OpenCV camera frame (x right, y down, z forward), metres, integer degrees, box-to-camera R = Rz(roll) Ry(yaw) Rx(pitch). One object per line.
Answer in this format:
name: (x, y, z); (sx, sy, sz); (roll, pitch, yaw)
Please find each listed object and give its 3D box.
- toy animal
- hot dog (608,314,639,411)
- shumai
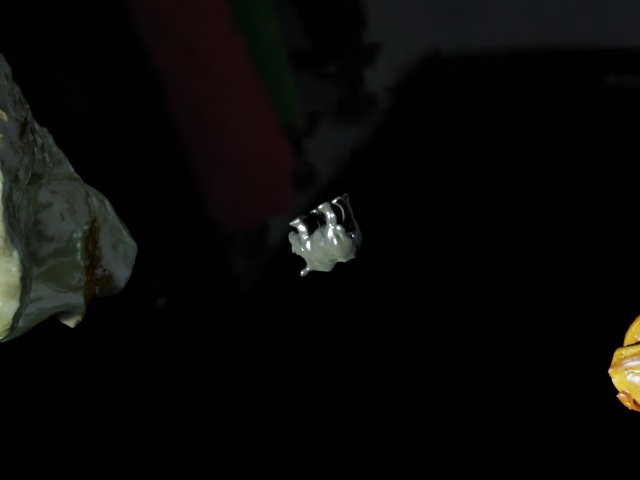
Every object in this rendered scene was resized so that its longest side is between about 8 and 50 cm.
toy animal: (0.000, 0.000, 1.933); (0.047, 0.136, 0.065); (-23, -91, -30)
hot dog: (0.470, 0.110, 1.971); (0.117, 0.349, 0.158); (65, -152, -16)
shumai: (-0.257, -0.054, 1.356); (0.203, 0.222, 0.272); (-32, -67, -61)
